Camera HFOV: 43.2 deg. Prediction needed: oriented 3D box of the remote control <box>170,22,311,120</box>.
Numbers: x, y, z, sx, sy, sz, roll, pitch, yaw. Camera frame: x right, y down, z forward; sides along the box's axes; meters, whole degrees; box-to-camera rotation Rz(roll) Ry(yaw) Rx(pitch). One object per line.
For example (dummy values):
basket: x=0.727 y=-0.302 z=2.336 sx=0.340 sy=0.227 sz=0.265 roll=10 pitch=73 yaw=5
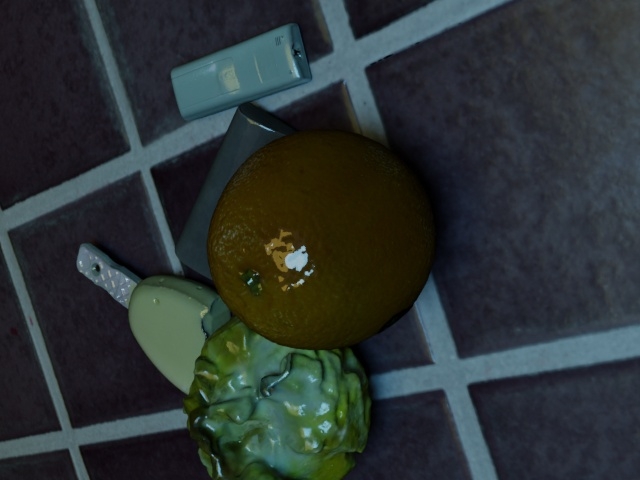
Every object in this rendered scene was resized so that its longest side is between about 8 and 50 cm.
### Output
remote control: x=-0.085 y=-0.168 z=0.818 sx=0.162 sy=0.029 sz=0.061 roll=-12 pitch=96 yaw=35

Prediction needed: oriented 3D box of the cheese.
cheese: x=-0.197 y=0.074 z=0.938 sx=0.255 sy=0.050 sz=0.127 roll=32 pitch=118 yaw=24

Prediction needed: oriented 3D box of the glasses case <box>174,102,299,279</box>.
glasses case: x=-0.089 y=-0.046 z=0.840 sx=0.072 sy=0.042 sz=0.191 roll=32 pitch=118 yaw=5

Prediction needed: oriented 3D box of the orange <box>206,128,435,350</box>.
orange: x=0.000 y=0.000 z=0.696 sx=0.206 sy=0.206 sz=0.206 roll=9 pitch=106 yaw=33

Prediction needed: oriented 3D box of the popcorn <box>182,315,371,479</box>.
popcorn: x=-0.044 y=0.171 z=0.775 sx=0.197 sy=0.213 sz=0.198 roll=16 pitch=145 yaw=12
